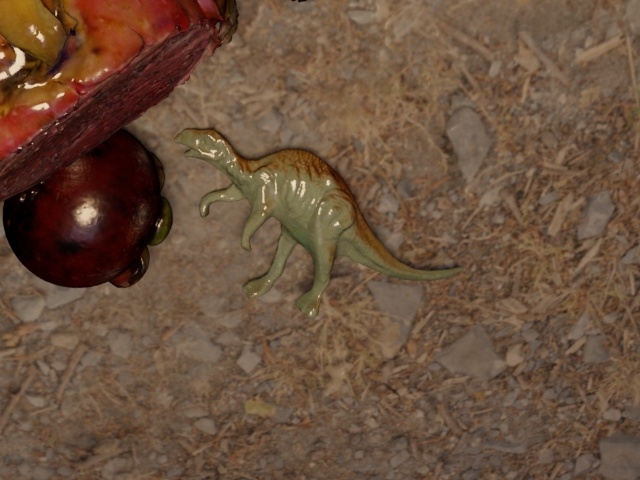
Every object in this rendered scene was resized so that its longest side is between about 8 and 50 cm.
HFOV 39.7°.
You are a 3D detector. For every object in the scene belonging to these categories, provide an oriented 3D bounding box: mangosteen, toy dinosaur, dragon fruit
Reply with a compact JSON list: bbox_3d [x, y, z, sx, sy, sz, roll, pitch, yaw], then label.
[{"bbox_3d":[-0.240,-0.034,0.958,0.200,0.200,0.199,-5,120,-8],"label":"mangosteen"},{"bbox_3d":[0.000,0.000,1.062,0.393,0.092,0.205,15,110,-9],"label":"toy dinosaur"},{"bbox_3d":[-0.268,-0.194,0.723,0.296,0.314,0.263,-32,97,37],"label":"dragon fruit"}]

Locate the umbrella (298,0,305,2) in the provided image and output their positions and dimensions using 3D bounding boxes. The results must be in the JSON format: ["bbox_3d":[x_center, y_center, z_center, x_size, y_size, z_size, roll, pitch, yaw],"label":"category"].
[{"bbox_3d":[-0.128,-0.321,0.816,0.337,0.154,0.128,38,147,-26],"label":"umbrella"}]
